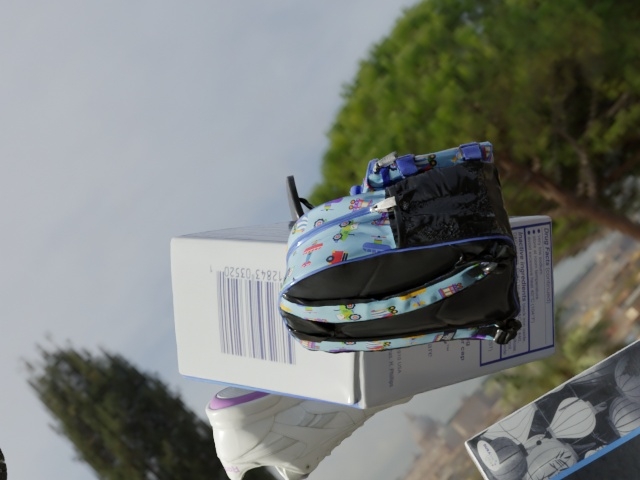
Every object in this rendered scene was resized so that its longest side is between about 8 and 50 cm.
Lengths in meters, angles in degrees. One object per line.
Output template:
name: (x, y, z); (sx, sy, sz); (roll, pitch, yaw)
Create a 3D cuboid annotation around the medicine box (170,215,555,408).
medicine box: (0.045, 0.056, 1.312); (0.289, 0.149, 0.263); (-7, 7, -43)

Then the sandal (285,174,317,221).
sandal: (0.000, 0.000, 1.616); (0.040, 0.179, 0.067); (-22, -17, -7)

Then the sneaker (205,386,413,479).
sneaker: (-0.007, 0.256, 1.871); (0.305, 0.152, 0.114); (-11, 9, -13)

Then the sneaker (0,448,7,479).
sneaker: (-0.380, 0.282, 1.433); (0.063, 0.162, 0.073); (-8, 9, -36)

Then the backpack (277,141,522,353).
backpack: (0.053, 0.014, 0.965); (0.173, 0.117, 0.158); (-12, -29, 5)

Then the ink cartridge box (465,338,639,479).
ink cartridge box: (0.335, 0.202, 1.385); (0.333, 0.165, 0.065); (-31, -25, -2)
